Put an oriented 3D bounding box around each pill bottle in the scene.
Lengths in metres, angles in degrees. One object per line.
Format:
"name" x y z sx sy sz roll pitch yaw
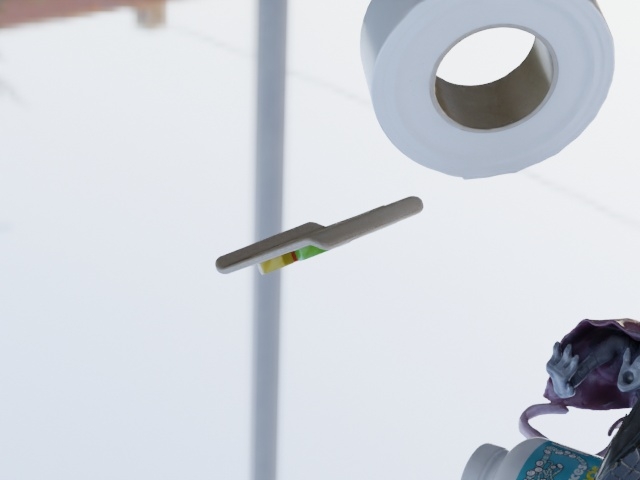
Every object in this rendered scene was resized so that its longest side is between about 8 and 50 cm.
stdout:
"pill bottle" 0.297 0.320 2.048 0.264 0.146 0.146 15 -156 33

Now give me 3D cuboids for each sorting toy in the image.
"sorting toy" 0.000 0.000 2.155 0.193 0.038 0.208 -22 -174 -42

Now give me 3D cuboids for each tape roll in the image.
"tape roll" 0.190 -0.210 2.001 0.286 0.286 0.100 -1 -140 -9

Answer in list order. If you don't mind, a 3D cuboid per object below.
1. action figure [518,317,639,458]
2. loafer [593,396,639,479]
"action figure" 0.478 0.178 2.235 0.370 0.276 0.248 1 -149 -47
"loafer" 0.354 0.213 1.903 0.062 0.170 0.061 30 -164 -28
